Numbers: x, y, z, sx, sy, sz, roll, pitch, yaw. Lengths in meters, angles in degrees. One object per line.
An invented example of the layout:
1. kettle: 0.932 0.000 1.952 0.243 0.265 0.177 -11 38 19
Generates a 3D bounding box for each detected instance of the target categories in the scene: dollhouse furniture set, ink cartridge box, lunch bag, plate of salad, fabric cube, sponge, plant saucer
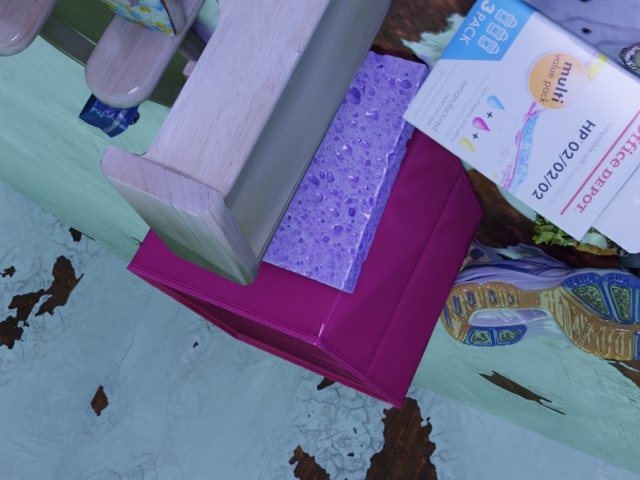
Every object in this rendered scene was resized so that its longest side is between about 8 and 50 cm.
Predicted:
1. dollhouse furniture set: -0.177 -0.176 0.566 0.394 0.256 0.362 24 167 9
2. ink cartridge box: 0.161 -0.075 0.542 0.181 0.104 0.061 37 -157 12
3. lunch bag: -0.288 -0.187 1.155 0.065 0.067 0.098 32 164 -26
4. plate of salad: 0.260 -0.022 0.799 0.200 0.048 0.200 25 167 6
5. fabric cube: 0.000 0.000 0.917 0.254 0.258 0.259 17 165 30
6. sponge: 0.010 -0.068 0.737 0.117 0.210 0.031 21 -179 25
7. plant saucer: -0.229 -0.231 0.918 0.278 0.041 0.278 25 168 5

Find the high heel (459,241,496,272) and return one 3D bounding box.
1. high heel: 0.118 0.065 1.098 0.261 0.186 0.093 27 167 -3

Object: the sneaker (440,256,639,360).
1. sneaker: 0.296 0.061 0.982 0.297 0.111 0.131 5 -155 19

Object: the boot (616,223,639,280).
1. boot: 0.221 -0.038 0.612 0.198 0.137 0.077 16 163 40

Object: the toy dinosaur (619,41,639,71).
1. toy dinosaur: 0.315 -0.070 0.486 0.268 0.064 0.118 28 -179 -10
